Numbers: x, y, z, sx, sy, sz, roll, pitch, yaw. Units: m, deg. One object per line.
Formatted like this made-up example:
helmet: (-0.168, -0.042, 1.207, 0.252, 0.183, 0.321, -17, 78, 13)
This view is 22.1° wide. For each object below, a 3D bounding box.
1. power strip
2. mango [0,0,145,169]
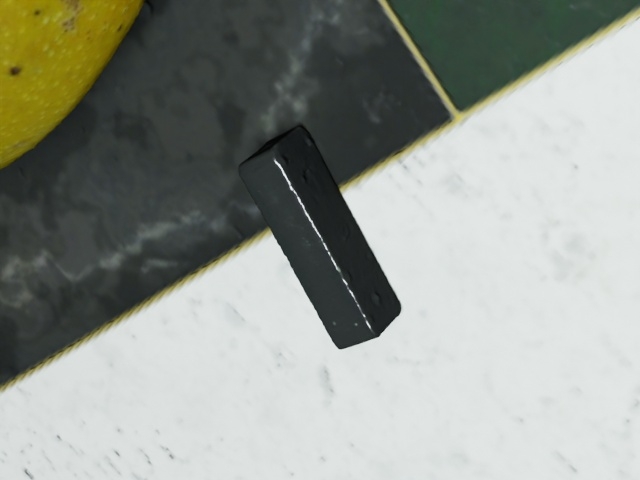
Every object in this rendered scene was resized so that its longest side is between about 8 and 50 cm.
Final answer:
power strip: (0.000, 0.000, 0.821, 0.029, 0.038, 0.111, -23, 100, 34)
mango: (-0.179, -0.134, 0.777, 0.329, 0.175, 0.176, -59, 41, 30)
